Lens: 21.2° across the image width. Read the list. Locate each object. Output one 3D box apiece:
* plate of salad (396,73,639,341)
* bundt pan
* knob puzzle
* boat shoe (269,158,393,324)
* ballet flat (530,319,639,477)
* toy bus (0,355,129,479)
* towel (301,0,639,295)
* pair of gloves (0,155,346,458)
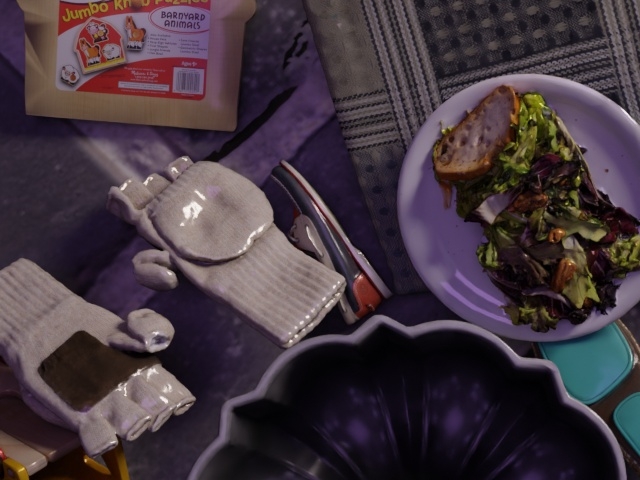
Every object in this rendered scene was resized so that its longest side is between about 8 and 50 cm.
[{"bbox_3d":[0.148,-0.019,1.216,0.200,0.048,0.199,5,108,16],"label":"plate of salad"},{"bbox_3d":[0.068,0.220,1.238,0.331,0.124,0.330,-1,85,9],"label":"bundt pan"},{"bbox_3d":[-0.144,-0.189,1.348,0.213,0.030,0.213,1,98,7],"label":"knob puzzle"},{"bbox_3d":[0.000,0.000,1.310,0.043,0.049,0.137,-37,85,6],"label":"boat shoe"},{"bbox_3d":[0.221,0.119,1.247,0.073,0.067,0.206,-35,57,3],"label":"ballet flat"},{"bbox_3d":[-0.237,0.159,1.297,0.191,0.202,0.104,-6,117,5],"label":"toy bus"},{"bbox_3d":[0.155,-0.136,1.233,0.312,0.056,0.324,-12,104,21],"label":"towel"},{"bbox_3d":[-0.127,0.038,1.266,0.240,0.042,0.204,-35,57,-18],"label":"pair of gloves"}]
